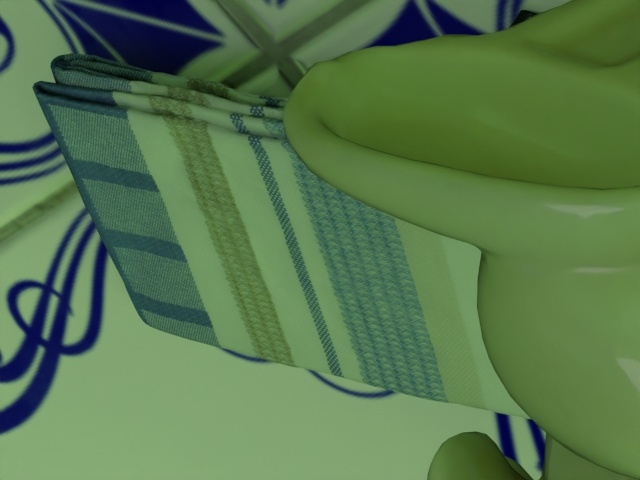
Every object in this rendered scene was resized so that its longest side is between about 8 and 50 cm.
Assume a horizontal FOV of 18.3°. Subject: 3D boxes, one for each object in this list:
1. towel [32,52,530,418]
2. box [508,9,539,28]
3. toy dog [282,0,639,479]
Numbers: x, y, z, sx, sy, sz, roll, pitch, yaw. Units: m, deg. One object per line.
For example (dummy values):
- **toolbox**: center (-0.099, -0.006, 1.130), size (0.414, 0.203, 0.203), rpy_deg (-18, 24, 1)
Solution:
- **towel**: center (0.000, 0.000, 1.029), size (0.285, 0.034, 0.209), rpy_deg (11, 141, 28)
- **box**: center (0.123, -0.063, 0.908), size (0.083, 0.018, 0.067), rpy_deg (19, 137, 17)
- **toy dog**: center (0.216, 0.107, 0.734), size (0.395, 0.284, 0.408), rpy_deg (19, 131, 40)
